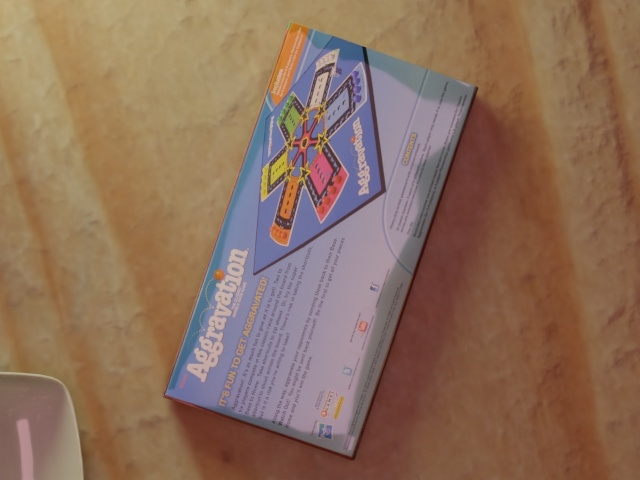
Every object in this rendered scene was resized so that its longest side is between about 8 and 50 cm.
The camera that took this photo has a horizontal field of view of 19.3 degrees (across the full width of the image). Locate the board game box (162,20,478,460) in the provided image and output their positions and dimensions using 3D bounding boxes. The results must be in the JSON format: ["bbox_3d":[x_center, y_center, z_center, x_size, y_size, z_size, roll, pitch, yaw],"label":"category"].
[{"bbox_3d":[0.000,0.000,1.341,0.145,0.027,0.281,19,86,-5],"label":"board game box"}]

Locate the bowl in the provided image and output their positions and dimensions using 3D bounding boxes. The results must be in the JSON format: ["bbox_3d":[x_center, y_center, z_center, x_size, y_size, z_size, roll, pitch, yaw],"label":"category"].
[{"bbox_3d":[-0.234,0.162,1.279,0.142,0.053,0.142,1,80,-41],"label":"bowl"}]
